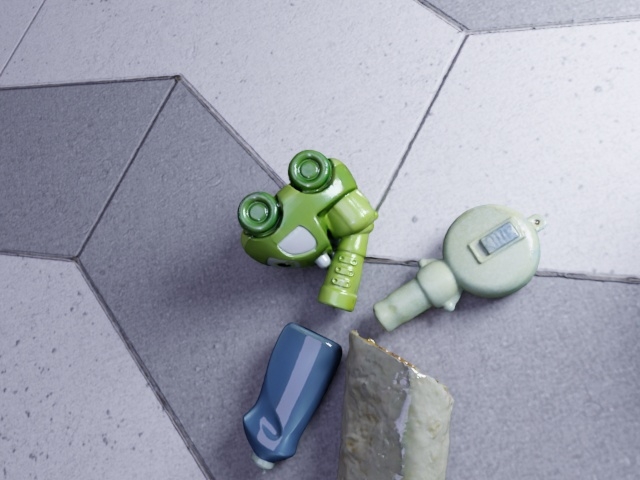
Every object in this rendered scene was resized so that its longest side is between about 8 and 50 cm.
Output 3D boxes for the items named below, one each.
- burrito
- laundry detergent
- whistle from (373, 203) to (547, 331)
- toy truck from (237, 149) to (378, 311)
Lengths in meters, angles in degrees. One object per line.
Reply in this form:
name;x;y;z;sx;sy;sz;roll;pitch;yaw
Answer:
burrito;0.085;0.268;0.718;0.143;0.105;0.300;1;75;27
laundry detergent;-0.047;0.226;0.810;0.096;0.061;0.207;21;83;19
whistle;0.185;0.038;0.770;0.258;0.067;0.126;-34;63;12
toy truck;0.000;-0.021;0.832;0.210;0.148;0.187;32;84;7
